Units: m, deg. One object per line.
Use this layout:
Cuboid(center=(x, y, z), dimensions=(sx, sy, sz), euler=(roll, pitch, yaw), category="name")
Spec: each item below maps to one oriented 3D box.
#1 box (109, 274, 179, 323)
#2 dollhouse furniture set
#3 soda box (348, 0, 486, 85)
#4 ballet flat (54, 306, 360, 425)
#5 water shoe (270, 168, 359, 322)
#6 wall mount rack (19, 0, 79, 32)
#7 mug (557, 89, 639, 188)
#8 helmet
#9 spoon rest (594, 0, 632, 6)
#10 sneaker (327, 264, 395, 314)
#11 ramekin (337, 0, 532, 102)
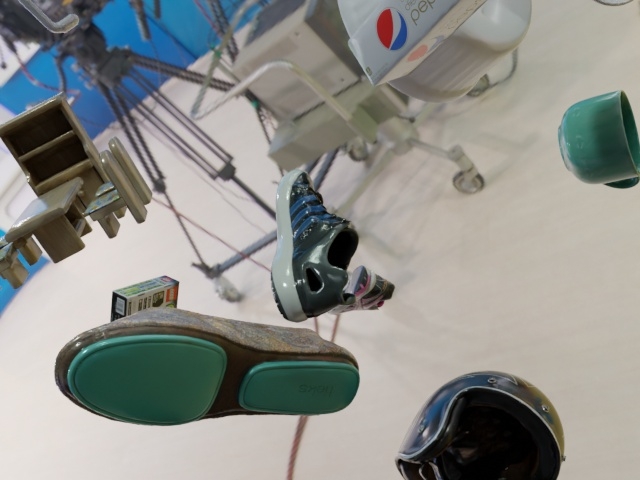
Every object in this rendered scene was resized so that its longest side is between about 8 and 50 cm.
Cuboid(center=(-0.288, 0.168, 1.149), dimensions=(0.036, 0.114, 0.207), euler=(20, 110, 29), category="box")
Cuboid(center=(-0.346, -0.075, 0.897), dimensions=(0.212, 0.161, 0.242), euler=(-27, 21, 1), category="dollhouse furniture set")
Cuboid(center=(0.123, -0.266, 0.810), dimensions=(0.074, 0.069, 0.216), euler=(-27, -6, -35), category="soda box")
Cuboid(center=(-0.106, 0.116, 0.683), dimensions=(0.106, 0.316, 0.107), euler=(40, 109, 50), category="ballet flat")
Cuboid(center=(0.000, 0.000, 0.707), dimensions=(0.080, 0.073, 0.203), euler=(-11, 42, 10), category="water shoe")
Cuboid(center=(-0.270, -0.436, 0.976), dimensions=(0.350, 0.130, 0.304), euler=(-5, 46, 55), category="wall mount rack")
Cuboid(center=(0.419, -0.137, 1.068), dimensions=(0.097, 0.157, 0.129), euler=(-11, 13, 32), category="mug")
Cuboid(center=(0.177, 0.221, 0.769), dimensions=(0.161, 0.169, 0.169), euler=(-41, 27, -19), category="helmet")
Cuboid(center=(0.344, -0.425, 0.965), dimensions=(0.137, 0.276, 0.084), euler=(-63, 13, 0), category="spoon rest")
Cuboid(center=(0.069, 0.100, 1.231), dimensions=(0.178, 0.077, 0.072), euler=(-32, 38, 67), category="sneaker")
Cuboid(center=(0.173, -0.353, 1.025), dimensions=(0.135, 0.277, 0.277), euler=(-30, 34, 54), category="ramekin")
